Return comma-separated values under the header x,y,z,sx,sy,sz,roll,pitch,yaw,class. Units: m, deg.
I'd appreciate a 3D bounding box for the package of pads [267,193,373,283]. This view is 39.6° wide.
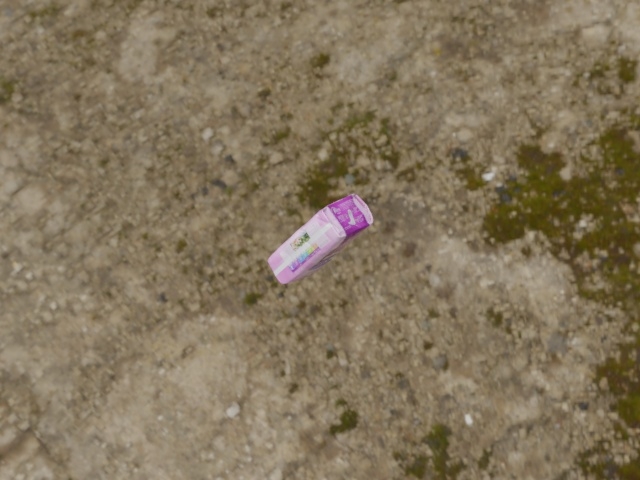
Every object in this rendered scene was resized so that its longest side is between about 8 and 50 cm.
x,y,z,sx,sy,sz,roll,pitch,yaw,class
0.000,0.000,0.712,0.050,0.083,0.032,-27,79,-49,package of pads
